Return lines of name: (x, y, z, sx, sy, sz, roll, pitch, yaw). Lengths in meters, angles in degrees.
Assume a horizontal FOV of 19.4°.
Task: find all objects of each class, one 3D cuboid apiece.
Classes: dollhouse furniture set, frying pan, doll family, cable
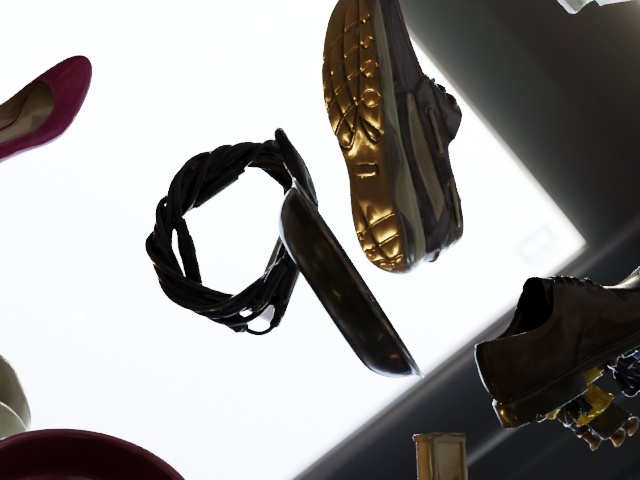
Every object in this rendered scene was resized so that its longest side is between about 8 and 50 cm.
dollhouse furniture set: (0.137, 0.281, 1.786, 0.161, 0.101, 0.182, 7, -104, -37)
frying pan: (-0.008, -0.011, 1.585, 0.326, 0.053, 0.197, 57, -179, 30)
doll family: (0.270, 0.126, 1.772, 0.111, 0.193, 0.076, 39, -156, -10)
cable: (-0.080, -0.012, 1.729, 0.150, 0.184, 0.047, 23, 163, -15)

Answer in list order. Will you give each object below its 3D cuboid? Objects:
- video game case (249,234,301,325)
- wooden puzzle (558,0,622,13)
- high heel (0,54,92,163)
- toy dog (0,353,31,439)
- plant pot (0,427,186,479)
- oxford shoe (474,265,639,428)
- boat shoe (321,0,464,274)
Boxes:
video game case: (-0.038, 0.028, 2.013, 0.011, 0.122, 0.087, 19, 174, 20)
wooden puzzle: (0.328, -0.276, 1.805, 0.221, 0.238, 0.044, 26, -124, -64)
high heel: (-0.384, -0.155, 2.294, 0.082, 0.244, 0.117, 44, 174, 32)
toy dog: (-0.496, 0.232, 1.722, 0.284, 0.408, 0.395, 72, -152, -58)
plant pot: (-0.202, 0.278, 1.475, 0.201, 0.180, 0.201, 10, -145, -7)
oxford shoe: (0.219, 0.059, 1.549, 0.227, 0.083, 0.096, -31, -86, -32)
boat shoe: (0.095, -0.141, 2.276, 0.130, 0.132, 0.355, -16, -75, -33)
